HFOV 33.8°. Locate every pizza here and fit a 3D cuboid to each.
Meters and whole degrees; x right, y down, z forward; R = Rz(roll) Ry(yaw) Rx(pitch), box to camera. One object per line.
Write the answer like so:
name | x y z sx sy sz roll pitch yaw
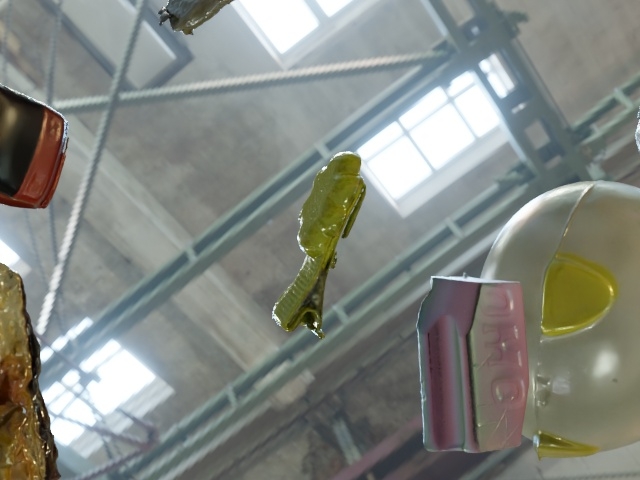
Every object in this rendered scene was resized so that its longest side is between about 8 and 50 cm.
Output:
pizza | -0.413 0.206 1.200 0.277 0.114 0.408 48 -55 28

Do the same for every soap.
soap | 0.129 0.097 0.872 0.056 0.100 0.149 -8 -100 38

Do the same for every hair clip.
hair clip | 0.000 0.000 0.970 0.072 0.046 0.173 38 -68 64

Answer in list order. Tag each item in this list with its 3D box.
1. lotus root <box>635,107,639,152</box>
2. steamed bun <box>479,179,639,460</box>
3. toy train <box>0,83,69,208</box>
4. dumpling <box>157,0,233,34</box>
lotus root | 0.390 -0.101 1.140 0.088 0.088 0.165 -20 -135 28
steamed bun | 0.358 0.105 1.397 0.334 0.373 0.334 -6 -148 4
toy train | -0.397 -0.116 0.784 0.089 0.410 0.086 116 -11 -79
dumpling | 0.011 -0.283 0.853 0.332 0.086 0.166 -32 -147 17
